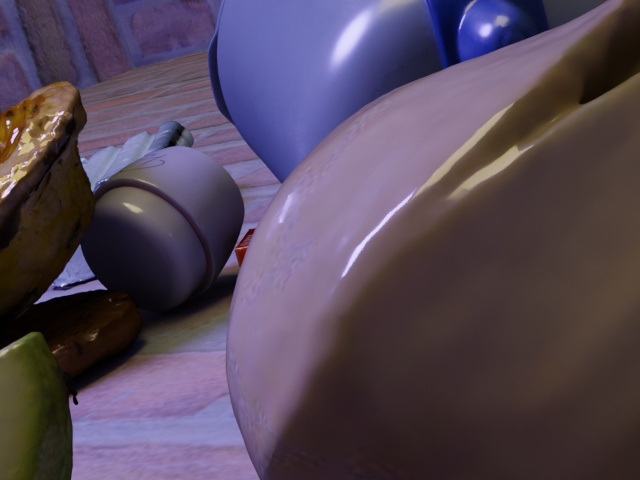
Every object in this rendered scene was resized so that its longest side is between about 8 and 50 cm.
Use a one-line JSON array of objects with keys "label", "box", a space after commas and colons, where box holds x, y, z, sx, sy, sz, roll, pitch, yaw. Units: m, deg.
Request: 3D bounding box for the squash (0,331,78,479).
[{"label": "squash", "box": [-0.231, 0.160, 0.666, 0.203, 0.111, 0.288, -31, 0, 22]}]

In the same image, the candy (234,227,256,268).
[{"label": "candy", "box": [0.000, 0.000, 1.234, 0.122, 0.038, 0.062, -14, 13, 13]}]

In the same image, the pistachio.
[{"label": "pistachio", "box": [0.100, 0.004, 0.657, 0.332, 0.226, 0.208, -33, 54, -28]}]

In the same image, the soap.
[{"label": "soap", "box": [-0.195, -0.036, 1.567, 0.150, 0.094, 0.261, -22, 13, 6]}]

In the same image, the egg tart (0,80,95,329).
[{"label": "egg tart", "box": [-0.242, -0.012, 1.192, 0.241, 0.106, 0.241, -43, 19, 19]}]

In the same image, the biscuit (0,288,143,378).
[{"label": "biscuit", "box": [-0.232, 0.088, 1.179, 0.212, 0.036, 0.212, -18, 13, 4]}]

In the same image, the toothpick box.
[{"label": "toothpick box", "box": [0.072, -0.107, 1.034, 0.263, 0.263, 0.355, -19, 23, -7]}]

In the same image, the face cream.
[{"label": "face cream", "box": [-0.124, -0.010, 1.256, 0.117, 0.117, 0.104, -8, 31, 40]}]
